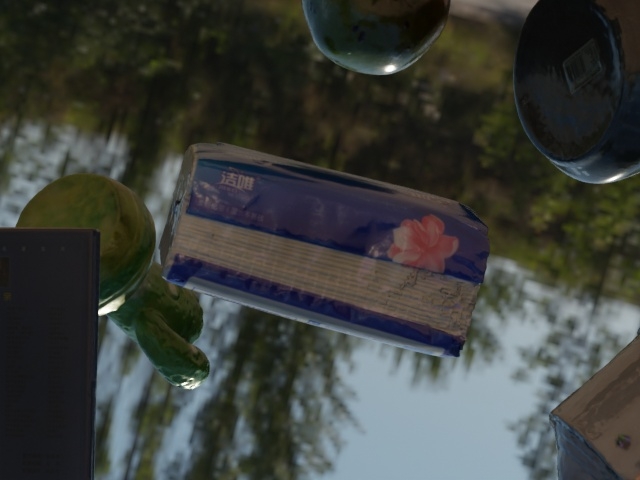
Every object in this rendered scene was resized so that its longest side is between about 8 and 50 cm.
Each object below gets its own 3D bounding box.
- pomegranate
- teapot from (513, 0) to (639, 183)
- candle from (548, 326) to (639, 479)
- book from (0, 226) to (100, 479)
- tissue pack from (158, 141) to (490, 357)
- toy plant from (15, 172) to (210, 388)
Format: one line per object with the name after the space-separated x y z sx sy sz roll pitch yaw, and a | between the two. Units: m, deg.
0.071 -0.293 1.866 0.181 0.181 0.224 15 166 -8 | pomegranate
0.432 -0.215 1.895 0.344 0.300 0.253 -4 -132 -31 | teapot
0.353 0.232 1.812 0.187 0.330 0.187 49 174 7 | candle
-0.303 0.121 1.506 0.191 0.269 0.025 0 177 9 | book
0.000 0.000 1.415 0.270 0.137 0.209 16 -173 -7 | tissue pack
-0.256 0.059 2.080 0.224 0.184 0.316 57 -177 42 | toy plant
